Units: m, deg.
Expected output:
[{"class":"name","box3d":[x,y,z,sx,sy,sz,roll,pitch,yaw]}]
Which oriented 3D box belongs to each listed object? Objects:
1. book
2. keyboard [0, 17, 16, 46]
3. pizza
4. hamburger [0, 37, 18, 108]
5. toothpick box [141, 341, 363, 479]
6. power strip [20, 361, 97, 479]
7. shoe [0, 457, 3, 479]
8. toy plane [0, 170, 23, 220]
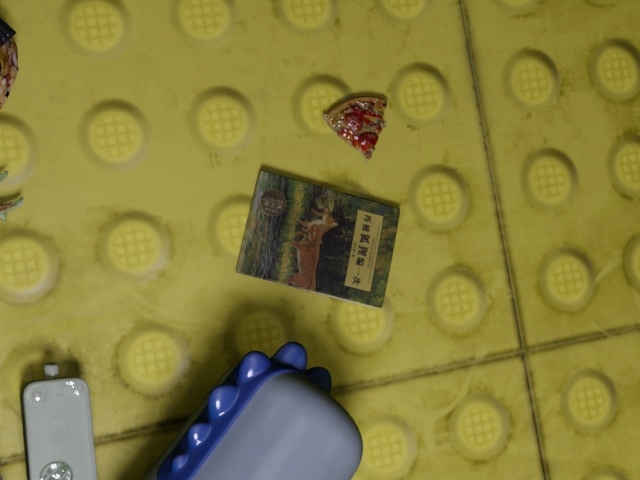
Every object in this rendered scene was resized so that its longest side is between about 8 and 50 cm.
[{"class":"book","box3d":[0.000,0.000,1.962,0.228,0.024,0.160,15,78,-17]},{"class":"keyboard","box3d":[-0.490,-0.317,1.718,0.198,0.010,0.063,42,66,-4]},{"class":"pizza","box3d":[0.068,-0.185,1.998,0.100,0.029,0.099,46,72,-11]},{"class":"hamburger","box3d":[-0.514,-0.245,1.758,0.231,0.107,0.230,1,87,-12]},{"class":"toothpick box","box3d":[-0.098,0.309,1.784,0.263,0.263,0.354,41,73,-12]},{"class":"power strip","box3d":[-0.347,0.356,1.788,0.091,0.062,0.385,-5,88,-20]},{"class":"shoe","box3d":[-0.464,0.331,1.747,0.099,0.071,0.169,-12,86,-17]},{"class":"toy plane","box3d":[-0.457,-0.045,1.793,0.102,0.040,0.111,12,82,-17]}]
